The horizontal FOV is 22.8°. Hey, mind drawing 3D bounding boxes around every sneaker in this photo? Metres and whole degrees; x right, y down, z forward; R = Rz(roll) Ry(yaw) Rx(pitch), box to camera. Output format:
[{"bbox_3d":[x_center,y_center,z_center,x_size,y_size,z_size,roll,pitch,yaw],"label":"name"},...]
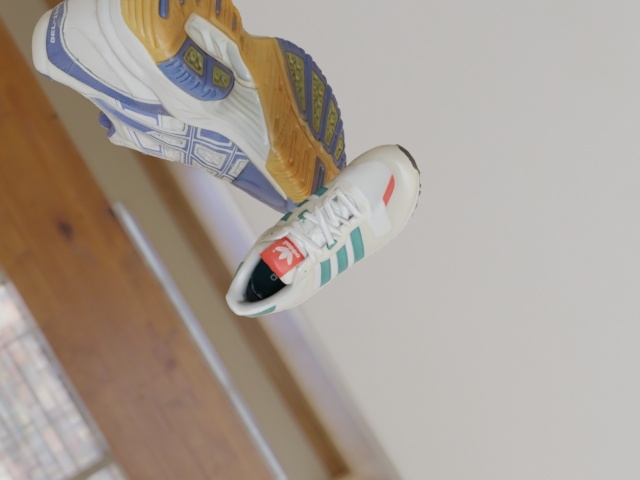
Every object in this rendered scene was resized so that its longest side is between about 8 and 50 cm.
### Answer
[{"bbox_3d":[-0.088,-0.102,1.163,0.296,0.131,0.112,44,-134,-48],"label":"sneaker"},{"bbox_3d":[0.000,0.000,1.057,0.057,0.161,0.075,52,-154,5],"label":"sneaker"}]
